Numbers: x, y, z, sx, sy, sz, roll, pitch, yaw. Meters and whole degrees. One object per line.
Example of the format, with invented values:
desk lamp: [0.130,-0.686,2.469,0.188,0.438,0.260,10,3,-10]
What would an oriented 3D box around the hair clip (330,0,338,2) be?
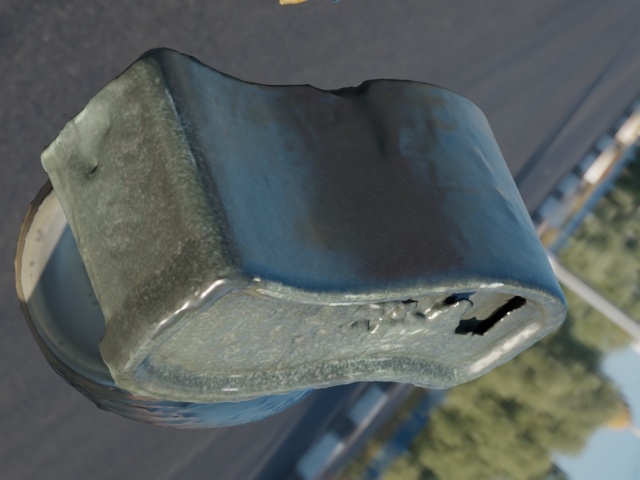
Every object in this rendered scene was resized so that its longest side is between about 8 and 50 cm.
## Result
hair clip: [0.097,-0.269,1.438,0.220,0.054,0.140,-19,-171,6]

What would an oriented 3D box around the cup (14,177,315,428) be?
cup: [-0.055,0.002,1.062,0.301,0.227,0.257,-32,178,4]

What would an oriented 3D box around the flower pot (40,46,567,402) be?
flower pot: [0.000,0.000,0.699,0.229,0.108,0.103,4,145,-40]

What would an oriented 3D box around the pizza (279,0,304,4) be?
pizza: [-0.015,-0.222,0.918,0.189,0.297,0.071,-41,130,-6]
